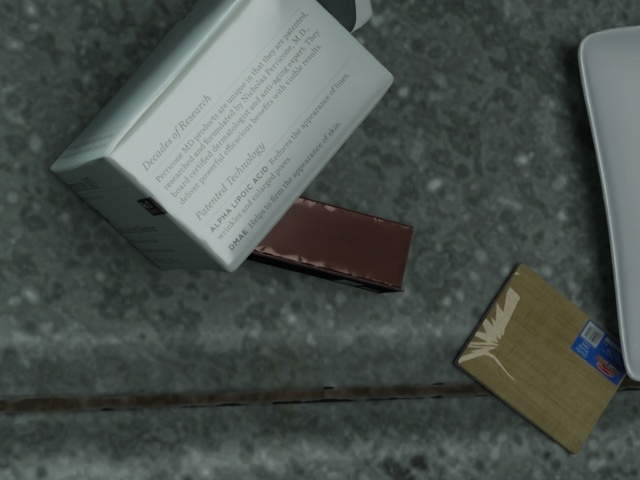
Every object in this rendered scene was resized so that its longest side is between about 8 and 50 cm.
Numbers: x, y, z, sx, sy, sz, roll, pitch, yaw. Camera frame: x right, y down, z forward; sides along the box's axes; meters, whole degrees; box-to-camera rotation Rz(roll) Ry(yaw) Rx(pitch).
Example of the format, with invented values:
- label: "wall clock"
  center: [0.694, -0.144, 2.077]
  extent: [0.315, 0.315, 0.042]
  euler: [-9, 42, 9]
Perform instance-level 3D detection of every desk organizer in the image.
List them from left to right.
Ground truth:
- label: "desk organizer"
  center: [0.000, 0.000, 1.449]
  extent: [0.130, 0.047, 0.050]
  euler: [15, 82, -19]

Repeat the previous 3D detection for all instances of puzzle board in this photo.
- label: "puzzle board"
  center: [0.178, 0.093, 1.530]
  extent: [0.128, 0.011, 0.096]
  euler: [38, 76, -16]

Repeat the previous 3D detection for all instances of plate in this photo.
- label: "plate"
  center: [0.341, -0.045, 1.572]
  extent: [0.277, 0.045, 0.278]
  euler: [-10, 93, -19]

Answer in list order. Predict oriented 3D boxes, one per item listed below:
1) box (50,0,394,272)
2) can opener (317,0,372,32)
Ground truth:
- label: "box"
  center: [-0.072, -0.080, 1.352]
  extent: [0.119, 0.181, 0.182]
  euler: [43, 77, -14]
- label: "can opener"
  center: [-0.011, -0.285, 1.421]
  extent: [0.076, 0.095, 0.283]
  euler: [-11, 93, -19]
